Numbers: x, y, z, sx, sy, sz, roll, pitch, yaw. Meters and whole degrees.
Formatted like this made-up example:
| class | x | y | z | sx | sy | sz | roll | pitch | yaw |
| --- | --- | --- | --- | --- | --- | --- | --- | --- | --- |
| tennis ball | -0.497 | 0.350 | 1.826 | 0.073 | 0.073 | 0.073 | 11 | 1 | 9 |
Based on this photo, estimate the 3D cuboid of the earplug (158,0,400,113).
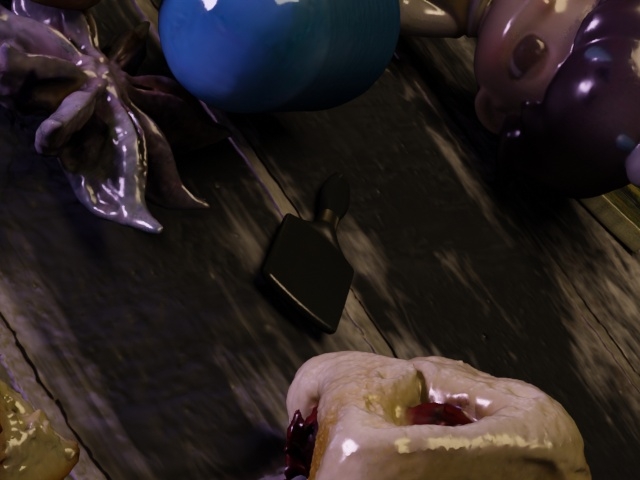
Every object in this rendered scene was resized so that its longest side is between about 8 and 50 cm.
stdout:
| class | x | y | z | sx | sy | sz | roll | pitch | yaw |
| --- | --- | --- | --- | --- | --- | --- | --- | --- | --- |
| earplug | -0.030 | -0.140 | 1.180 | 0.132 | 0.132 | 0.273 | 48 | 12 | 0 |

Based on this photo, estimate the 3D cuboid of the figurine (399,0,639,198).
| class | x | y | z | sx | sy | sz | roll | pitch | yaw |
| --- | --- | --- | --- | --- | --- | --- | --- | --- | --- |
| figurine | 0.170 | -0.195 | 1.524 | 0.365 | 0.206 | 0.218 | 41 | 53 | -11 |

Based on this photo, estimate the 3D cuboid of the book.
| class | x | y | z | sx | sy | sz | roll | pitch | yaw |
| --- | --- | --- | --- | --- | --- | --- | --- | --- | --- |
| book | 0.260 | -0.091 | 1.736 | 0.160 | 0.024 | 0.228 | 43 | 28 | -6 |

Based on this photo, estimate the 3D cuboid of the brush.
| class | x | y | z | sx | sy | sz | roll | pitch | yaw |
| --- | --- | --- | --- | --- | --- | --- | --- | --- | --- |
| brush | 0.000 | 0.000 | 1.238 | 0.063 | 0.016 | 0.193 | 43 | 28 | -12 |

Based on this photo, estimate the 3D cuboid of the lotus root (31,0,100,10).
| class | x | y | z | sx | sy | sz | roll | pitch | yaw |
| --- | --- | --- | --- | --- | --- | --- | --- | --- | --- |
| lotus root | -0.195 | -0.234 | 1.133 | 0.170 | 0.074 | 0.260 | 4 | 34 | -42 |

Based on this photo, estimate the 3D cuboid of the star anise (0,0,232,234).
| class | x | y | z | sx | sy | sz | roll | pitch | yaw |
| --- | --- | --- | --- | --- | --- | --- | --- | --- | --- |
| star anise | -0.132 | -0.083 | 1.100 | 0.204 | 0.061 | 0.181 | 52 | 31 | 13 |

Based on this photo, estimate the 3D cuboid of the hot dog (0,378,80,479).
| class | x | y | z | sx | sy | sz | roll | pitch | yaw |
| --- | --- | --- | --- | --- | --- | --- | --- | --- | --- |
| hot dog | -0.202 | 0.076 | 0.756 | 0.146 | 0.103 | 0.213 | 40 | 9 | 35 |

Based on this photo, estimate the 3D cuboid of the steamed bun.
| class | x | y | z | sx | sy | sz | roll | pitch | yaw |
| --- | --- | --- | --- | --- | --- | --- | --- | --- | --- |
| steamed bun | 0.047 | 0.123 | 1.012 | 0.172 | 0.140 | 0.155 | 2 | 29 | -27 |
